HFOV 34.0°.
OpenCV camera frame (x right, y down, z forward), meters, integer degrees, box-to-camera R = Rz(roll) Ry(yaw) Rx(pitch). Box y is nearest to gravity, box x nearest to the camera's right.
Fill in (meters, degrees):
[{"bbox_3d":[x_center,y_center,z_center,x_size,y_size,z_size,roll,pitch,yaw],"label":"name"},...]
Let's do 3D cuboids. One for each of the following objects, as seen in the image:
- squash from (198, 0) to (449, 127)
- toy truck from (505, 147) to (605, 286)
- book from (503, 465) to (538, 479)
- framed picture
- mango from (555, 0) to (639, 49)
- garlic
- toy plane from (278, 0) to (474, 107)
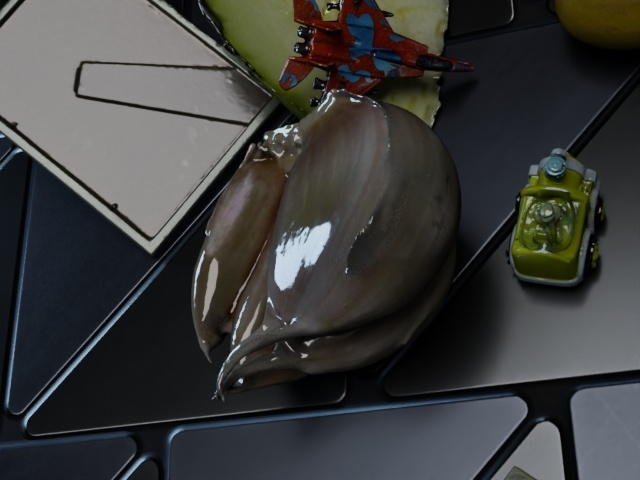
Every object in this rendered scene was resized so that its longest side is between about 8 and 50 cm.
[{"bbox_3d":[0.002,-0.200,0.981,0.204,0.155,0.237,-1,65,22],"label":"squash"},{"bbox_3d":[0.193,-0.024,0.868,0.076,0.077,0.111,6,69,22],"label":"toy truck"},{"bbox_3d":[0.211,0.342,0.718,0.352,0.035,0.239,29,77,29],"label":"book"},{"bbox_3d":[-0.209,-0.152,1.052,0.289,0.020,0.211,38,83,9],"label":"framed picture"},{"bbox_3d":[0.296,-0.244,0.923,0.195,0.098,0.137,-26,57,-1],"label":"mango"},{"bbox_3d":[0.000,0.000,0.860,0.237,0.210,0.292,-4,57,12],"label":"garlic"},{"bbox_3d":[0.054,-0.168,0.941,0.061,0.189,0.130,28,112,54],"label":"toy plane"}]
